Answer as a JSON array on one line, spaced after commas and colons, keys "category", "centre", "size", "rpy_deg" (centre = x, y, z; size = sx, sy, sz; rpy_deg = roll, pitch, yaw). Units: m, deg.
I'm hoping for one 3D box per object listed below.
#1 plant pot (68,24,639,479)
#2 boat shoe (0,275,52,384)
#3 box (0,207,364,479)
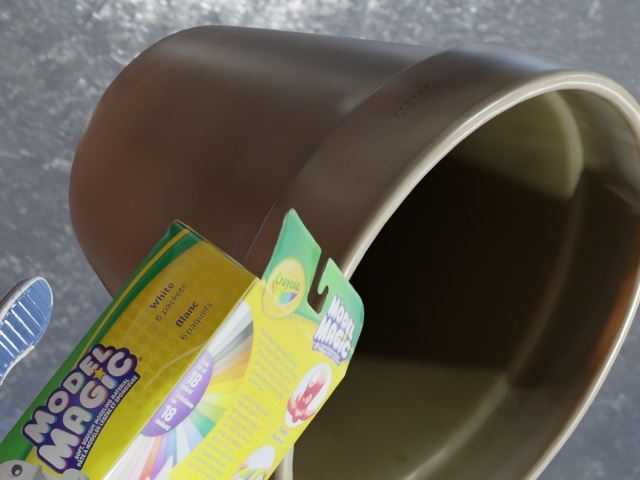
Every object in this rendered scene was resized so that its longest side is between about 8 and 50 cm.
[{"category": "plant pot", "centre": [0.000, 0.000, 0.870], "size": [0.323, 0.280, 0.323], "rpy_deg": [-30, 136, -34]}, {"category": "boat shoe", "centre": [-0.356, 0.108, 1.505], "size": [0.183, 0.066, 0.066], "rpy_deg": [-58, 139, -34]}, {"category": "box", "centre": [-0.057, 0.071, 0.468], "size": [0.179, 0.043, 0.105], "rpy_deg": [-51, 154, -8]}]
